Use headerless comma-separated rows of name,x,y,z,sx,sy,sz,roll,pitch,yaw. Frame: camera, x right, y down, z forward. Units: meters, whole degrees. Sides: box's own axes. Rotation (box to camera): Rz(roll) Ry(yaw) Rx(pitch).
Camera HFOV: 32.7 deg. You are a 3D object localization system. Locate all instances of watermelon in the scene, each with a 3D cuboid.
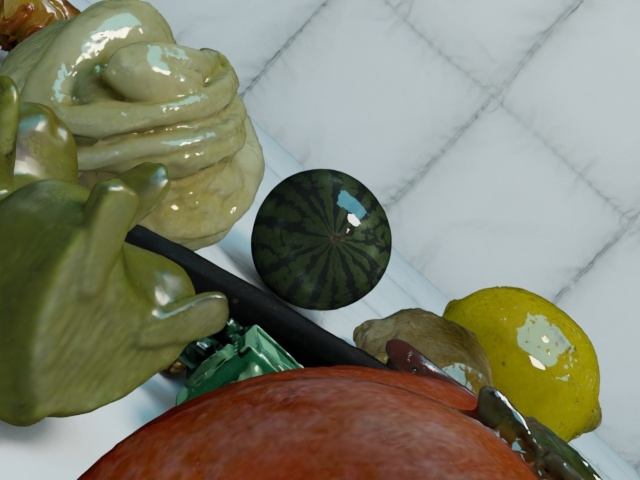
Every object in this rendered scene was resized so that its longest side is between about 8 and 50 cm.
watermelon,0.000,0.000,1.571,0.212,0.212,0.212,41,9,-8

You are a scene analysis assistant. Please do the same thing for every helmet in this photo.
helmet,0.122,0.215,1.388,0.175,0.106,0.155,47,16,30

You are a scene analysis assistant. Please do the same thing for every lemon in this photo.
lemon,0.307,0.210,1.739,0.310,0.258,0.258,37,6,21

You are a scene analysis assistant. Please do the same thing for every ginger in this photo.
ginger,0.142,0.186,1.569,0.221,0.130,0.275,4,22,-42

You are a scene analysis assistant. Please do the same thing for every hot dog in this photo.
hot dog,-0.334,-0.240,1.546,0.158,0.117,0.349,24,-9,43
hot dog,-0.138,0.110,1.036,0.037,0.021,0.083,33,9,5

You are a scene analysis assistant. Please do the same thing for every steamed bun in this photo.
steamed bun,-0.212,-0.150,1.312,0.372,0.230,0.325,32,10,-41

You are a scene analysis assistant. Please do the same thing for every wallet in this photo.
wallet,-0.043,0.085,1.059,0.321,0.044,0.170,26,-18,22

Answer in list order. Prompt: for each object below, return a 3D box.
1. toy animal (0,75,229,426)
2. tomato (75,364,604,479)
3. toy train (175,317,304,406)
toy animal,-0.227,-0.035,0.804,0.363,0.180,0.181,50,5,36
tomato,0.025,0.205,0.412,0.293,0.290,0.325,35,9,-50
toy train,-0.022,0.177,0.952,0.269,0.115,0.154,45,9,-17
